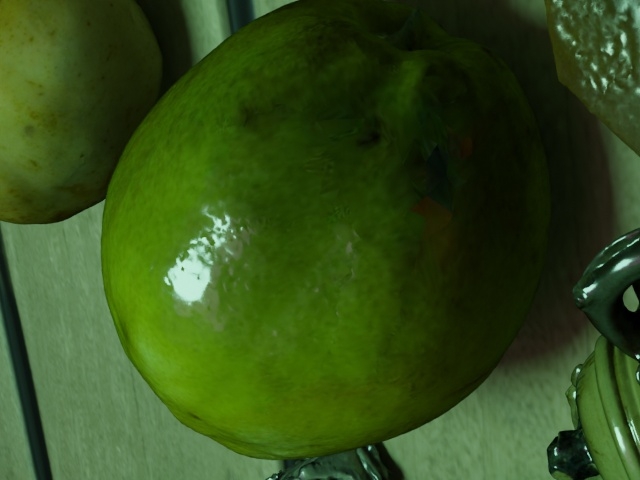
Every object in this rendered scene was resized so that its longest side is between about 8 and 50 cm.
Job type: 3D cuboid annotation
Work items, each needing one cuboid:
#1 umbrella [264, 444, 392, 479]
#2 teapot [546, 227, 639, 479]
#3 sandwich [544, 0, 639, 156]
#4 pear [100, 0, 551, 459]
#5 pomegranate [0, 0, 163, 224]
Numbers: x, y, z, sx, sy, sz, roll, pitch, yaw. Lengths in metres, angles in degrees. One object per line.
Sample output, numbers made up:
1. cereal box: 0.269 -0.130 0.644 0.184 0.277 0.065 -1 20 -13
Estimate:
1. umbrella: 0.077 0.317 1.178 0.358 0.106 0.113 55 137 9
2. teapot: 0.198 0.081 0.796 0.182 0.173 0.269 -22 136 20
3. sandwich: 0.201 -0.088 0.789 0.258 0.094 0.096 48 137 20
4. pear: 0.000 0.000 0.961 0.269 0.269 0.321 41 120 26
5. pomegranate: -0.235 -0.121 1.184 0.233 0.233 0.233 28 131 37
